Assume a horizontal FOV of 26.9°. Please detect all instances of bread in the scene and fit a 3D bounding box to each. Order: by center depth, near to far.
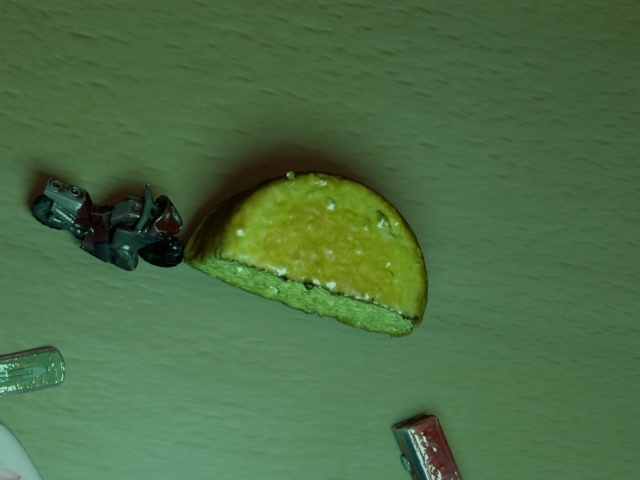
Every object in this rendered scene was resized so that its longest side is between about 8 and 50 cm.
[{"bbox_3d":[0.000,0.000,1.808,0.340,0.194,0.179,19,78,-9],"label":"bread"}]

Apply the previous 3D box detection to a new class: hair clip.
[{"bbox_3d":[-0.405,0.176,1.756,0.137,0.022,0.054,-10,85,-17],"label":"hair clip"}]

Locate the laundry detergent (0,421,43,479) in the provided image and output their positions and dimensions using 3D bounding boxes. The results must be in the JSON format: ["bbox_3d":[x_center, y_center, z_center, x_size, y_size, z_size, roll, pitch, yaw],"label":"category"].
[{"bbox_3d":[-0.391,0.404,1.690,0.159,0.088,0.335,-27,90,-13],"label":"laundry detergent"}]

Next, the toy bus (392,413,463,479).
[{"bbox_3d":[0.165,0.339,1.865,0.065,0.077,0.192,-22,87,-15],"label":"toy bus"}]

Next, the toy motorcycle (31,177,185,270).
[{"bbox_3d":[-0.275,-0.027,1.774,0.213,0.122,0.082,19,45,-12],"label":"toy motorcycle"}]
